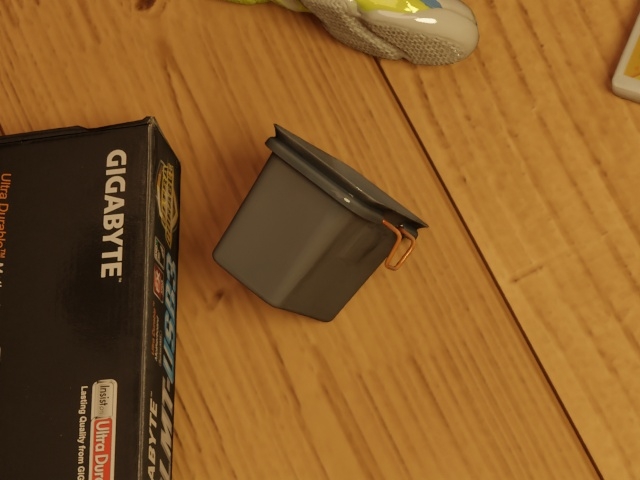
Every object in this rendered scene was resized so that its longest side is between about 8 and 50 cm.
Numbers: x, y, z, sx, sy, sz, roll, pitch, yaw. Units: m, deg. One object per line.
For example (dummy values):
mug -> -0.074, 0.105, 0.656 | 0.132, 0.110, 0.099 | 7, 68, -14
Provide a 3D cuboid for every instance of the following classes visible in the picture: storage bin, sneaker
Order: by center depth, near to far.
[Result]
storage bin -> 0.000, 0.000, 1.178 | 0.098, 0.135, 0.091 | 37, 96, 20
sneaker -> 0.009, -0.203, 1.253 | 0.240, 0.091, 0.126 | 22, 79, 19

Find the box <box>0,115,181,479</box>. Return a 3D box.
box -> -0.238, 0.078, 1.215 | 0.293, 0.073, 0.295 | -7, 62, 14

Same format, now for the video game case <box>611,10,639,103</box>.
video game case -> 0.320, -0.163, 1.201 | 0.206, 0.026, 0.227 | 20, 80, 18
